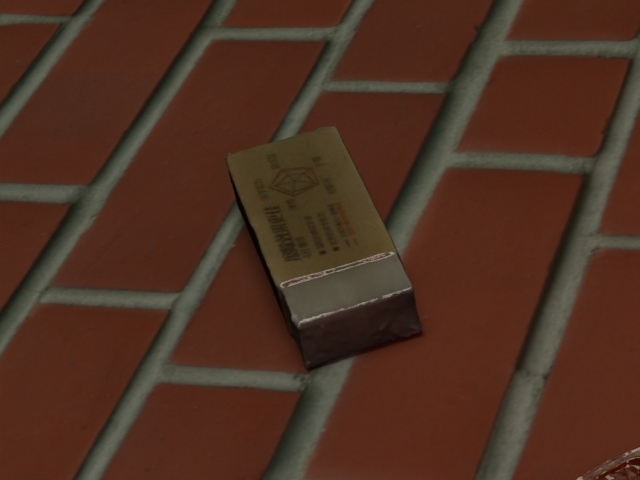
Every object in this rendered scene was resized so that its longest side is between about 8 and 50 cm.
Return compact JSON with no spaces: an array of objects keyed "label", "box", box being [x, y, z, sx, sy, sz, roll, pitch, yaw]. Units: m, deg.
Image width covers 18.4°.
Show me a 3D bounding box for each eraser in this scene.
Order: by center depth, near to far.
[{"label":"eraser","box":[0.000,0.000,2.227,0.144,0.078,0.343,-17,37,-5]}]

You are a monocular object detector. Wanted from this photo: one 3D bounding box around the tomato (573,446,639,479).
[{"label":"tomato","box":[0.302,0.291,1.729,0.236,0.095,0.237,-7,40,6]}]
